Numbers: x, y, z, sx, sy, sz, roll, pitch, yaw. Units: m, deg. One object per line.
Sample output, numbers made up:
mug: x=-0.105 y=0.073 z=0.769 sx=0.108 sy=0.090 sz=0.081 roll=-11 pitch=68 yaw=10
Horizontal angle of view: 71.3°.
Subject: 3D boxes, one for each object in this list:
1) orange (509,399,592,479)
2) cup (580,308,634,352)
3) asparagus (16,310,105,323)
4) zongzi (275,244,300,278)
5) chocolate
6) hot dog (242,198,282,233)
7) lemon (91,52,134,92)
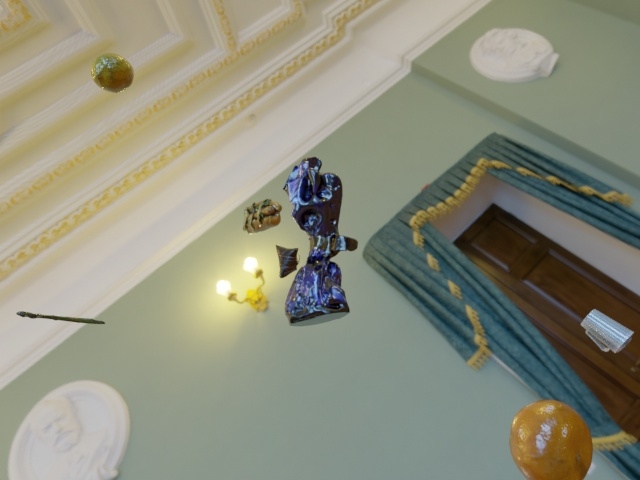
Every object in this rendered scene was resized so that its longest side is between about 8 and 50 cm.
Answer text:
orange: x=0.618 y=0.550 z=1.208 sx=0.240 sy=0.240 sz=0.171 roll=-28 pitch=5 yaw=-34
cup: x=0.800 y=0.262 z=1.256 sx=0.074 sy=0.116 sz=0.104 roll=-28 pitch=-40 yaw=-25
asparagus: x=-0.542 y=0.163 z=0.936 sx=0.165 sy=0.013 sz=0.016 roll=12 pitch=-60 yaw=-27
zongzi: x=-0.075 y=0.042 z=1.102 sx=0.073 sy=0.084 sz=0.067 roll=-18 pitch=3 yaw=41
chocolate: x=-0.001 y=-0.005 z=0.877 sx=0.148 sy=0.344 sz=0.126 roll=-4 pitch=-20 yaw=9
hot dog: x=-0.209 y=-0.086 z=1.565 sx=0.072 sy=0.269 sz=0.110 roll=9 pitch=-101 yaw=-29
lemon: x=-0.342 y=-0.277 z=0.738 sx=0.083 sy=0.062 sz=0.062 roll=-61 pitch=-7 yaw=-57
